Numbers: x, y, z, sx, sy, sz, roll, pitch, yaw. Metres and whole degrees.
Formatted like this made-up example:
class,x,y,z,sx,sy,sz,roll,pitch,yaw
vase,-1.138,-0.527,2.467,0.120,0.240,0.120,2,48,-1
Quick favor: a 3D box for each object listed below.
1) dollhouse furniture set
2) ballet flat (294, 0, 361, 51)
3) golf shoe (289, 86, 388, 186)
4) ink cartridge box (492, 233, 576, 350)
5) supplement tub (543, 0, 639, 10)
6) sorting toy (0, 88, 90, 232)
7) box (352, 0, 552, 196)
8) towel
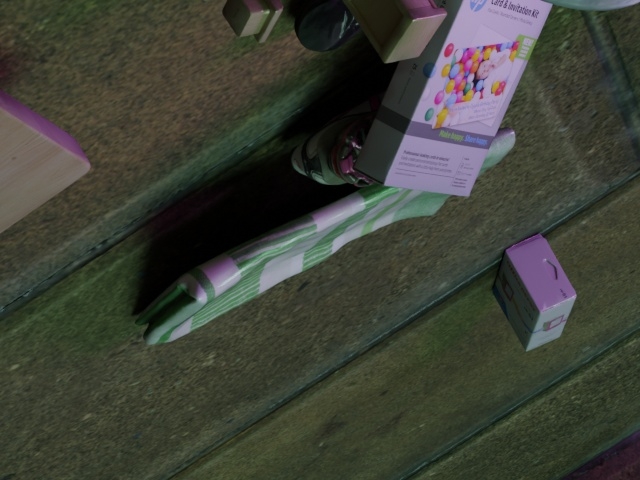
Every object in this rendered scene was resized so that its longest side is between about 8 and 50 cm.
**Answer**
class,x,y,z,sx,sy,sz,roll,pitch,yaw
dollhouse furniture set,0.017,-0.168,1.267,0.101,0.182,0.161,-15,154,-37
ballet flat,0.043,-0.205,1.435,0.173,0.057,0.049,-39,-161,23
golf shoe,0.052,-0.099,1.671,0.086,0.068,0.186,4,-158,44
ink cartridge box,0.247,0.061,2.258,0.052,0.088,0.122,-23,158,-14
supplement tub,0.201,-0.305,1.193,0.193,0.194,0.316,-20,156,-28
sorting toy,-0.316,-0.042,1.227,0.257,0.089,0.255,-34,159,8
box,0.111,-0.130,1.583,0.145,0.038,0.186,5,110,-58
towel,0.000,0.000,1.756,0.324,0.038,0.248,-24,175,-19
